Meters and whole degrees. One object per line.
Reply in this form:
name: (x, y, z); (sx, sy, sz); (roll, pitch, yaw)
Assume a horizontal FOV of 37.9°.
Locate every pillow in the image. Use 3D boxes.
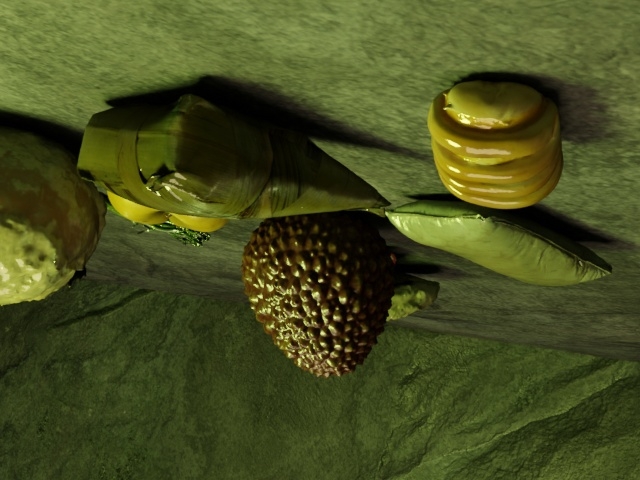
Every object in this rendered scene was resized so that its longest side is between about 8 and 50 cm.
pillow: (0.252, 0.005, 1.293); (0.303, 0.074, 0.185); (20, 169, -39)

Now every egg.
egg: (-0.450, -0.035, 1.308); (0.279, 0.279, 0.310); (7, 177, 22)

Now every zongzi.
zongzi: (-0.105, -0.079, 1.080); (0.289, 0.122, 0.260); (13, 176, -38)

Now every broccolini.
broccolini: (-0.316, -0.037, 1.768); (0.123, 0.062, 0.272); (-11, 156, 40)

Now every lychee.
lychee: (0.001, 0.083, 1.458); (0.272, 0.271, 0.271); (10, 171, 2)

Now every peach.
peach: (-0.203, -0.069, 1.279); (0.179, 0.103, 0.179); (11, 174, 1)

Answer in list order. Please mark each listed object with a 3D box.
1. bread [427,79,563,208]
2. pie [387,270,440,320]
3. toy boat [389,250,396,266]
bread: (0.158, -0.085, 0.850); (0.119, 0.084, 0.177); (7, 166, 18)
pie: (0.073, 0.105, 1.852); (0.339, 0.077, 0.339); (-4, -169, 1)
toy boat: (0.028, 0.009, 1.661); (0.219, 0.071, 0.318); (12, 161, 9)
